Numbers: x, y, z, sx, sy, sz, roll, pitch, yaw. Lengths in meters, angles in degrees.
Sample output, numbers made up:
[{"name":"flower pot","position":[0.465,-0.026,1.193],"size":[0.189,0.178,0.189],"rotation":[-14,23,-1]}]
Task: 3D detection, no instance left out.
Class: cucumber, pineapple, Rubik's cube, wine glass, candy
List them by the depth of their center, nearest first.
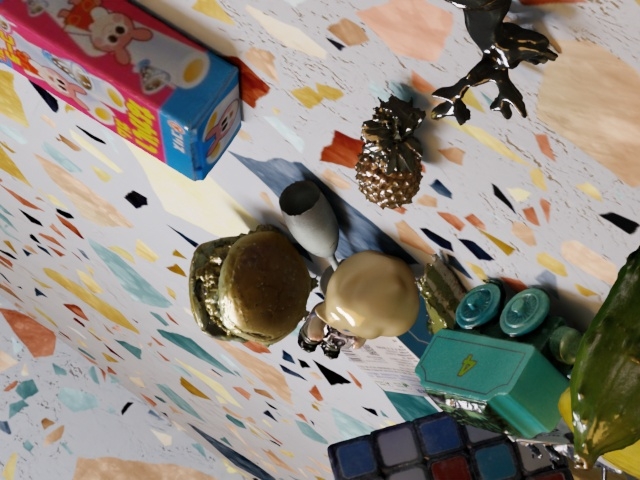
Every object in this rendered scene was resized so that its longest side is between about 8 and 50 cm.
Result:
[{"name":"cucumber","position":[0.290,0.097,1.513],"size":[0.134,0.244,0.134],"rotation":[34,168,8]},{"name":"pineapple","position":[0.070,-0.091,1.709],"size":[0.074,0.074,0.159],"rotation":[31,159,13]},{"name":"candy","position":[-0.236,-0.202,1.933],"size":[0.306,0.100,0.157],"rotation":[33,161,11]},{"name":"wine glass","position":[0.000,0.000,2.075],"size":[0.066,0.066,0.198],"rotation":[25,160,31]},{"name":"Rubik's cube","position":[0.185,0.389,2.192],"size":[0.292,0.287,0.293],"rotation":[76,178,-63]}]

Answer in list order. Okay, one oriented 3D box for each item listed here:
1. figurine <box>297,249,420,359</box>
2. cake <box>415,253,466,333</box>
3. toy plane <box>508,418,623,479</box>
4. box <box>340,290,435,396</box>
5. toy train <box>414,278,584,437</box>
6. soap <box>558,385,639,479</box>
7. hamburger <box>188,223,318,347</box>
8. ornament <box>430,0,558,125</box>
[{"name":"figurine","position":[0.036,0.089,2.071],"size":[0.114,0.108,0.196],"rotation":[24,141,-20]},{"name":"cake","position":[0.138,0.065,2.006],"size":[0.055,0.051,0.140],"rotation":[21,155,43]},{"name":"toy plane","position":[0.298,0.230,1.963],"size":[0.234,0.160,0.082],"rotation":[-116,22,-62]},{"name":"box","position":[0.105,0.131,2.194],"size":[0.139,0.073,0.194],"rotation":[43,160,-22]},{"name":"toy train","position":[0.201,0.132,1.900],"size":[0.107,0.154,0.198],"rotation":[42,160,-30]},{"name":"soap","position":[0.416,0.219,1.755],"size":[0.306,0.115,0.427],"rotation":[18,173,34]},{"name":"hamburger","position":[-0.077,0.060,2.242],"size":[0.185,0.159,0.131],"rotation":[-6,177,-37]},{"name":"ornament","position":[0.095,-0.184,1.407],"size":[0.202,0.080,0.236],"rotation":[22,158,27]}]
